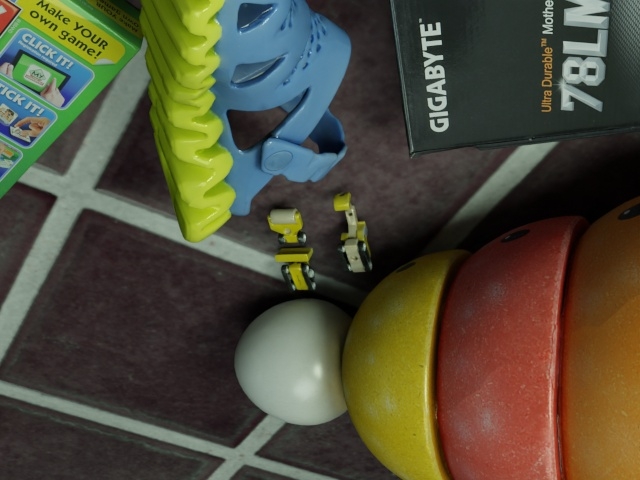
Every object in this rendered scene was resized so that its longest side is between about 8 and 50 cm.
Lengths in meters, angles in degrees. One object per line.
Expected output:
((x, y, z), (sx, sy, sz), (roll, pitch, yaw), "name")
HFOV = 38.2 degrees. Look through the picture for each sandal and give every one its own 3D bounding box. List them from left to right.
((-0.044, -0.123, 0.604), (0.138, 0.126, 0.317), (-14, 154, -13), "sandal")

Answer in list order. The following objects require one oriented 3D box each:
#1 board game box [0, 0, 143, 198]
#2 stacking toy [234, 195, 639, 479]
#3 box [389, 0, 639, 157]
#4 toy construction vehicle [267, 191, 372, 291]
((-0.310, -0.165, 0.622), (0.317, 0.046, 0.213), (33, 128, -29), "board game box")
((0.138, 0.111, 0.776), (0.480, 0.350, 0.350), (0, 138, 23), "stacking toy")
((0.184, -0.196, 0.581), (0.294, 0.073, 0.295), (-7, 135, 5), "box")
((0.000, 0.000, 0.809), (0.086, 0.035, 0.098), (-5, 134, 20), "toy construction vehicle")
